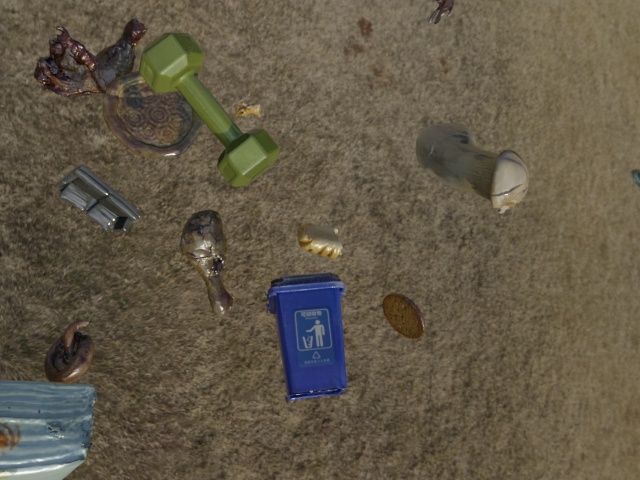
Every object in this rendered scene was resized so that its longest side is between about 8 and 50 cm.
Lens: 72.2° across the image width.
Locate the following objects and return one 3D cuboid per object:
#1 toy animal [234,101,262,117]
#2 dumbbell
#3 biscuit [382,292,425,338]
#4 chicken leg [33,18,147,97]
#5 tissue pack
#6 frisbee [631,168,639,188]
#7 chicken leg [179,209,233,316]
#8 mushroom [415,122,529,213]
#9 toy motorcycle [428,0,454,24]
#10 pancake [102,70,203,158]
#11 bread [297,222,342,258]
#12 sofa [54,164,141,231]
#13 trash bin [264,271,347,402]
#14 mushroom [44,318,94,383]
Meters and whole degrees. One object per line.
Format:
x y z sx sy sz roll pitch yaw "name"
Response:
-0.243 -0.440 1.494 0.083 0.081 0.060 -8 63 -53 "toy animal"
-0.209 -0.246 0.838 0.108 0.121 0.301 -43 100 -30 "dumbbell"
0.299 0.268 1.573 0.027 0.188 0.187 -30 96 -31 "biscuit"
-0.614 -0.491 1.188 0.323 0.177 0.083 -9 37 -5 "chicken leg"
-0.609 0.380 0.772 0.288 0.388 0.162 17 46 -37 "tissue pack"
0.675 -0.104 0.888 0.110 0.014 0.110 41 21 -20 "frisbee"
-0.203 0.043 0.799 0.085 0.069 0.197 -21 100 -69 "chicken leg"
0.200 -0.109 0.609 0.092 0.223 0.081 4 114 -13 "mushroom"
0.244 -0.526 0.640 0.207 0.134 0.400 24 87 1 "toy motorcycle"
-0.427 -0.330 1.141 0.250 0.031 0.249 2 83 -16 "pancake"
0.000 0.000 1.522 0.178 0.084 0.119 15 40 -19 "bread"
-0.443 -0.075 0.869 0.147 0.085 0.060 48 56 -33 "sofa"
-0.023 0.199 0.895 0.163 0.184 0.234 -5 65 -7 "trash bin"
-0.644 0.287 1.141 0.080 0.135 0.170 44 62 -65 "mushroom"
